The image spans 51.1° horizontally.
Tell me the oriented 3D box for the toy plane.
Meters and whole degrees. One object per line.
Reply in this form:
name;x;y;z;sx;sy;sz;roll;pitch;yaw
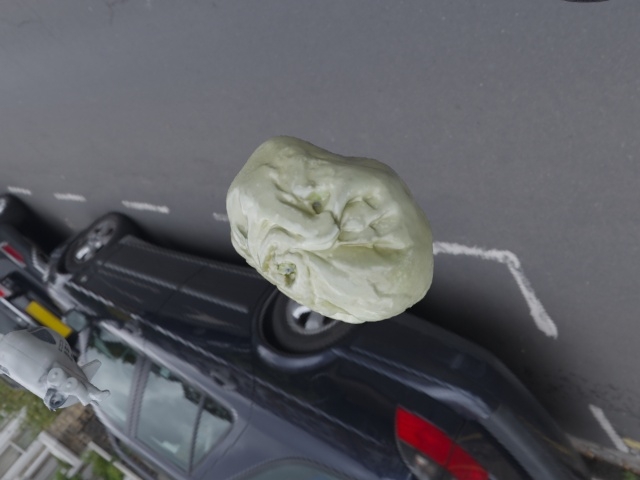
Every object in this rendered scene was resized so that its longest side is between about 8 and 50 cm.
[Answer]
toy plane;-0.482;0.228;1.194;0.252;0.118;0.252;27;159;11

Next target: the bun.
bun;0.000;0.000;0.683;0.229;0.145;0.229;22;132;26

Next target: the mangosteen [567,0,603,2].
mangosteen;0.227;-0.311;0.542;0.194;0.230;0.194;3;154;1
